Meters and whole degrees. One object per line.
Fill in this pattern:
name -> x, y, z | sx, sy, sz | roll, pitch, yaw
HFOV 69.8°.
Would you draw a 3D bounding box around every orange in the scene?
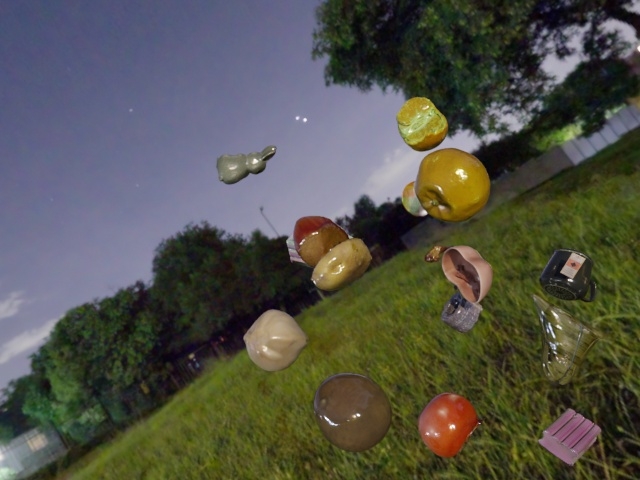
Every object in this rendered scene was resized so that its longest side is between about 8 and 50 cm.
orange -> 0.414, -0.457, 1.867 | 0.179, 0.237, 0.158 | -34, -37, 10
orange -> 0.469, -0.195, 1.655 | 0.235, 0.279, 0.279 | -44, -5, -15

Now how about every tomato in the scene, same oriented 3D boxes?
tomato -> 0.529, 0.760, 1.902 | 0.256, 0.224, 0.256 | -37, -29, -24

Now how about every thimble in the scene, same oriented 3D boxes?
thimble -> 0.552, 0.282, 1.802 | 0.150, 0.097, 0.150 | -55, 3, 5

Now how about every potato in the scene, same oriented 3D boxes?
potato -> 0.082, 0.075, 1.526 | 0.243, 0.098, 0.138 | -41, -30, -15

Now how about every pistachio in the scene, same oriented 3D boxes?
pistachio -> -0.154, 0.352, 1.611 | 0.226, 0.208, 0.332 | -2, -17, -4

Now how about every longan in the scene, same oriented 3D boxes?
longan -> 0.103, 0.561, 1.506 | 0.258, 0.258, 0.258 | -34, -7, -5

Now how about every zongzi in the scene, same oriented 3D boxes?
zongzi -> 0.821, 0.360, 1.655 | 0.251, 0.274, 0.125 | -59, -1, -1

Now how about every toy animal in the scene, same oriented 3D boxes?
toy animal -> -0.272, -0.278, 1.725 | 0.236, 0.138, 0.108 | -6, -46, 8

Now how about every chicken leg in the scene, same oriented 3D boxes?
chicken leg -> 0.494, 0.050, 1.921 | 0.145, 0.062, 0.037 | -33, -29, -24

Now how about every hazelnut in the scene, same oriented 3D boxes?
hazelnut -> -0.005, 0.009, 1.652 | 0.210, 0.186, 0.210 | 6, -23, 2

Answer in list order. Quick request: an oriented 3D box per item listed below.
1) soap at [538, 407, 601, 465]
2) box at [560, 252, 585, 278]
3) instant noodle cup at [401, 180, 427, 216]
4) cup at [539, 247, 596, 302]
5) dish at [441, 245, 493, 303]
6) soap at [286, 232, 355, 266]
soap -> 0.857, 0.669, 1.574 | 0.203, 0.122, 0.065 | -11, -60, -38
box -> 0.901, 0.090, 1.639 | 0.012, 0.046, 0.083 | -8, -54, -60
instant noodle cup -> 0.488, -0.214, 2.130 | 0.168, 0.168, 0.185 | -41, -7, 38
cup -> 0.976, 0.144, 1.782 | 0.177, 0.223, 0.169 | -61, 8, -19
dish -> 0.523, 0.105, 1.598 | 0.090, 0.213, 0.213 | -24, -10, -15
soap -> 0.013, 0.039, 2.020 | 0.109, 0.323, 0.193 | -55, -32, -37
